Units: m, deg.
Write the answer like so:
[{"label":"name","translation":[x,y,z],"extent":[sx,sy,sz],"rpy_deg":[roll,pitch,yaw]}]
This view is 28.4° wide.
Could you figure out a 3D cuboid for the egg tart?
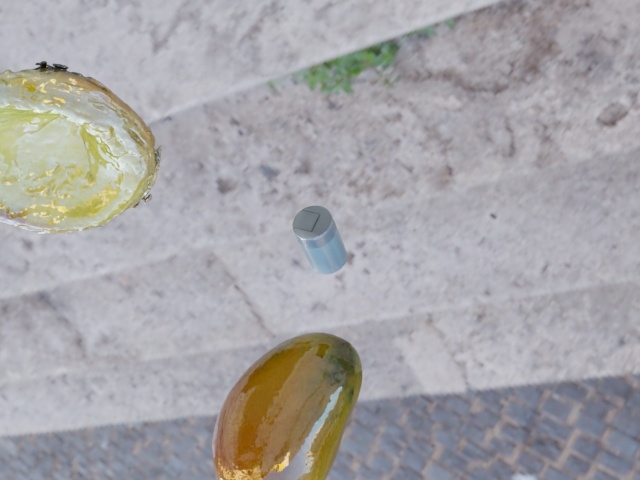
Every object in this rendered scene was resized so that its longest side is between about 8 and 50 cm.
[{"label":"egg tart","translation":[-0.378,-0.140,1.766],"extent":[0.315,0.120,0.315],"rpy_deg":[-1,136,-1]}]

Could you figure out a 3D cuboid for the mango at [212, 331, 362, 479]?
[{"label":"mango","translation":[-0.049,0.234,1.649],"extent":[0.176,0.254,0.139],"rpy_deg":[20,170,32]}]

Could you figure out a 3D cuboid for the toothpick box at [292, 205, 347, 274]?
[{"label":"toothpick box","translation":[0.000,0.000,1.584],"extent":[0.052,0.052,0.083],"rpy_deg":[15,152,26]}]
